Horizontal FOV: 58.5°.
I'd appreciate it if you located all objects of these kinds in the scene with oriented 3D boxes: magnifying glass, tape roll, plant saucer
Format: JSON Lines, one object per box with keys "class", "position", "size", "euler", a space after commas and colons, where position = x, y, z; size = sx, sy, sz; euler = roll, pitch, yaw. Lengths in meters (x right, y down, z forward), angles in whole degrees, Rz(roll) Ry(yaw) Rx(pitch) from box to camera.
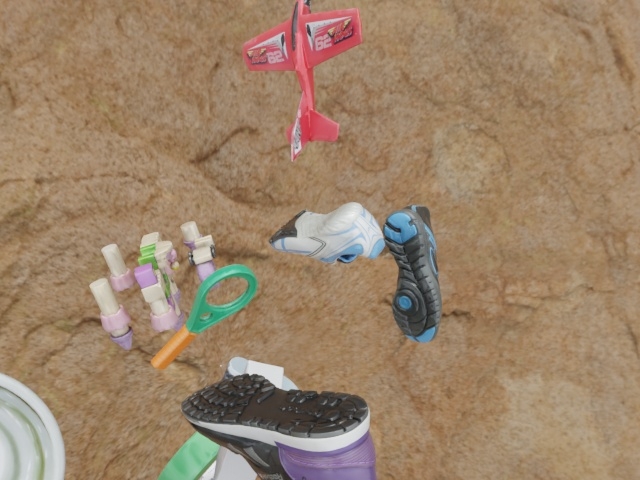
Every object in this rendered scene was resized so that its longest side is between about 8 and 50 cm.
{"class": "magnifying glass", "position": [-0.191, 0.125, 0.915], "size": [0.231, 0.092, 0.026], "euler": [-47, 50, 13]}
{"class": "tape roll", "position": [-0.274, 0.549, 1.461], "size": [0.077, 0.321, 0.321], "euler": [40, 74, 19]}
{"class": "plant saucer", "position": [-0.677, 0.415, 1.028], "size": [0.401, 0.100, 0.400], "euler": [0, 91, -24]}

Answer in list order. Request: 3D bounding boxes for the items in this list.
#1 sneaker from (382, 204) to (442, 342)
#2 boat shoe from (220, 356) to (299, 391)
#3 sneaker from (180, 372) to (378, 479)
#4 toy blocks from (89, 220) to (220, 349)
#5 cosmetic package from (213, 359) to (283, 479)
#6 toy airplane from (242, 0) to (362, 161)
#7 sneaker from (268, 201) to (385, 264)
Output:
{"class": "sneaker", "position": [0.244, 0.080, 1.376], "size": [0.140, 0.125, 0.340], "euler": [-29, 116, -53]}
{"class": "boat shoe", "position": [-0.135, 0.335, 1.288], "size": [0.183, 0.083, 0.065], "euler": [29, 32, -1]}
{"class": "sneaker", "position": [-0.058, 0.235, 0.639], "size": [0.107, 0.283, 0.124], "euler": [-21, 103, -42]}
{"class": "toy blocks", "position": [-0.389, 0.136, 1.474], "size": [0.309, 0.288, 0.260], "euler": [-18, 114, -6]}
{"class": "cosmetic package", "position": [-0.113, 0.300, 0.864], "size": [0.060, 0.239, 0.099], "euler": [13, 36, -11]}
{"class": "toy airplane", "position": [-0.012, -0.143, 0.489], "size": [0.028, 0.151, 0.151], "euler": [-4, 76, -43]}
{"class": "sneaker", "position": [0.000, 0.000, 0.827], "size": [0.085, 0.237, 0.086], "euler": [-43, 109, -26]}
